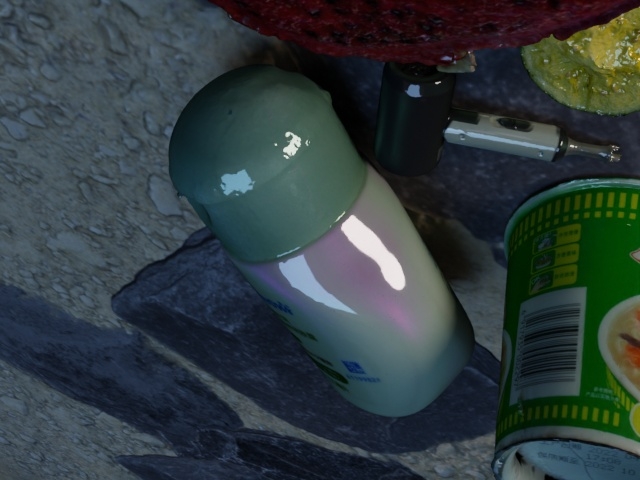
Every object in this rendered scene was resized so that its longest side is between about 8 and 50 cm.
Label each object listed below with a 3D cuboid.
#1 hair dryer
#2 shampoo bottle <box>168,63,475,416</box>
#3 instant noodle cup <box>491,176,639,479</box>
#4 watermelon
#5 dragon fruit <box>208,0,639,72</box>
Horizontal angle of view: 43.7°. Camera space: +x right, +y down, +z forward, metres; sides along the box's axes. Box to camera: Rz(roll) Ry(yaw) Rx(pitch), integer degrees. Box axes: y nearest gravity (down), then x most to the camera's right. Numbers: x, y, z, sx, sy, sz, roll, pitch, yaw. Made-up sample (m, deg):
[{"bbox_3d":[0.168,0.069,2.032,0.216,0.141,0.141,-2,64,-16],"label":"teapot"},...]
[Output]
[{"bbox_3d":[0.142,-0.090,0.634,0.197,0.057,0.100,11,143,4],"label":"hair dryer"},{"bbox_3d":[0.000,0.000,0.717,0.222,0.151,0.350,35,163,53],"label":"shampoo bottle"},{"bbox_3d":[0.233,0.097,0.654,0.206,0.233,0.207,15,143,12],"label":"instant noodle cup"},{"bbox_3d":[0.189,-0.136,0.527,0.105,0.062,0.105,16,152,9],"label":"watermelon"},{"bbox_3d":[0.038,-0.211,0.468,0.316,0.152,0.205,13,164,0],"label":"dragon fruit"}]
